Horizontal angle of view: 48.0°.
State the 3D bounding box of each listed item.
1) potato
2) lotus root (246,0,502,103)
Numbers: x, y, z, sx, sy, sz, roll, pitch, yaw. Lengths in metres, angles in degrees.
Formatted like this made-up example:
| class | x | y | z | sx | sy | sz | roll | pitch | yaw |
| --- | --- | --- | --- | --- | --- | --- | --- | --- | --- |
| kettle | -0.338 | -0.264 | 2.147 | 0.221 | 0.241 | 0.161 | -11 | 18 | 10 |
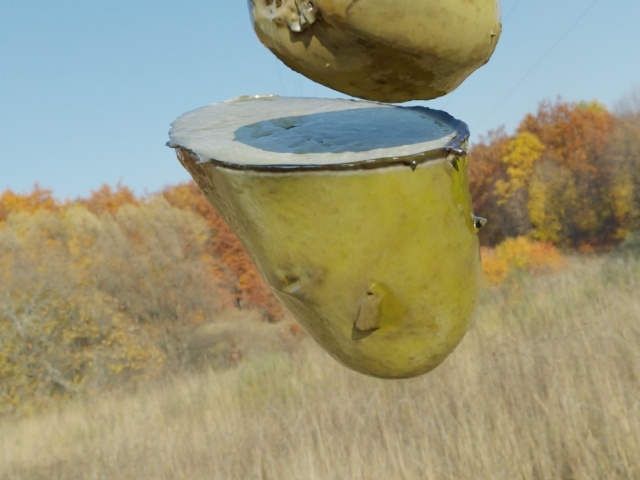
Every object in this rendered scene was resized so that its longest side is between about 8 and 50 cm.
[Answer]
| class | x | y | z | sx | sy | sz | roll | pitch | yaw |
| --- | --- | --- | --- | --- | --- | --- | --- | --- | --- |
| potato | 0.000 | 0.000 | 0.851 | 0.397 | 0.295 | 0.290 | 9 | 25 | 30 |
| lotus root | 0.063 | -0.206 | 0.668 | 0.284 | 0.146 | 0.160 | 1 | -6 | -41 |
